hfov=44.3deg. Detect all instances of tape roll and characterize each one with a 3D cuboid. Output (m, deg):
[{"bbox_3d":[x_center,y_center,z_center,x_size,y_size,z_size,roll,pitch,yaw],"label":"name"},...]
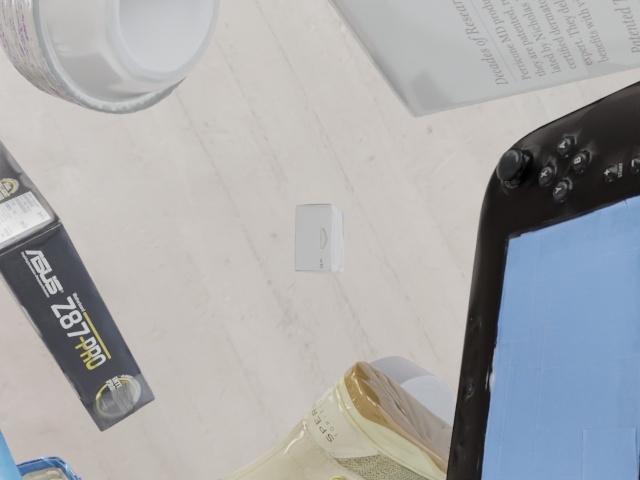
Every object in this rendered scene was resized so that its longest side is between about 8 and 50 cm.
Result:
[{"bbox_3d":[0.100,0.285,1.167,0.072,0.219,0.219,26,94,46],"label":"tape roll"}]

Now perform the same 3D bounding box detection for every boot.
[{"bbox_3d":[0.034,0.231,0.644,0.203,0.095,0.262,-38,125,11],"label":"boot"}]

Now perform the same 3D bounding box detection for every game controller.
[{"bbox_3d":[0.128,0.073,0.390,0.067,0.166,0.319,17,69,-16],"label":"game controller"}]

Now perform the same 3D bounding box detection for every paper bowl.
[{"bbox_3d":[-0.233,-0.290,0.942,0.148,0.284,0.284,23,93,29],"label":"paper bowl"}]

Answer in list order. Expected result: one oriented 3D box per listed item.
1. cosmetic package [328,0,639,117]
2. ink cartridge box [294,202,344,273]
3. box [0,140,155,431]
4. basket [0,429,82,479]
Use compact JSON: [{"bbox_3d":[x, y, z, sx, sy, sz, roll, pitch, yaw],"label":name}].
[{"bbox_3d":[0.220,-0.383,0.808,0.394,0.327,0.329,-8,55,34],"label":"cosmetic package"},{"bbox_3d":[0.000,0.000,1.060,0.052,0.122,0.088,0,86,8],"label":"ink cartridge box"},{"bbox_3d":[-0.392,0.033,1.079,0.097,0.395,0.318,-30,130,-21],"label":"box"},{"bbox_3d":[-0.387,0.399,1.034,0.201,0.288,0.254,-15,48,-33],"label":"basket"}]
